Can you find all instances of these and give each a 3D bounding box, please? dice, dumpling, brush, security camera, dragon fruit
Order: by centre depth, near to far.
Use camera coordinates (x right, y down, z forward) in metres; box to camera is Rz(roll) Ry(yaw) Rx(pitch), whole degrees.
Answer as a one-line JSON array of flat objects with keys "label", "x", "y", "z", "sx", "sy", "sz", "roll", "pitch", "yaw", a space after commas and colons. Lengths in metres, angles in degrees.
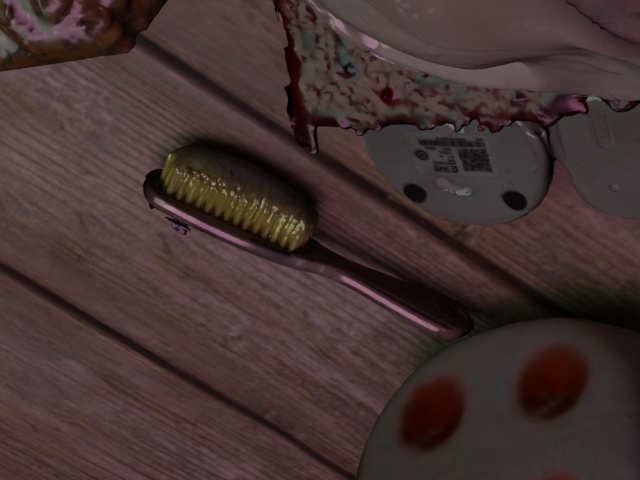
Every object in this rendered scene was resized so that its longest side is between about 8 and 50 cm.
[{"label": "dumpling", "x": 0.063, "y": -0.193, "z": 0.931, "sx": 0.341, "sy": 0.181, "sz": 0.260, "roll": 18, "pitch": 164, "yaw": -24}, {"label": "dragon fruit", "x": 0.104, "y": -0.210, "z": 1.050, "sx": 0.343, "sy": 0.100, "sz": 0.282, "roll": 1, "pitch": 117, "yaw": 34}, {"label": "security camera", "x": 0.176, "y": -0.084, "z": 1.181, "sx": 0.301, "sy": 0.080, "sz": 0.157, "roll": 2, "pitch": 135, "yaw": 29}, {"label": "dice", "x": 0.216, "y": 0.268, "z": 1.313, "sx": 0.277, "sy": 0.304, "sz": 0.304, "roll": -18, "pitch": 131, "yaw": 27}, {"label": "brush", "x": 0.000, "y": 0.000, "z": 1.318, "sx": 0.313, "sy": 0.072, "sz": 0.067, "roll": 26, "pitch": 120, "yaw": -9}]

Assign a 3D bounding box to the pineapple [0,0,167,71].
[{"label": "pineapple", "x": -0.238, "y": -0.292, "z": 1.036, "sx": 0.202, "sy": 0.202, "sz": 0.362, "roll": -17, "pitch": 118, "yaw": 29}]
